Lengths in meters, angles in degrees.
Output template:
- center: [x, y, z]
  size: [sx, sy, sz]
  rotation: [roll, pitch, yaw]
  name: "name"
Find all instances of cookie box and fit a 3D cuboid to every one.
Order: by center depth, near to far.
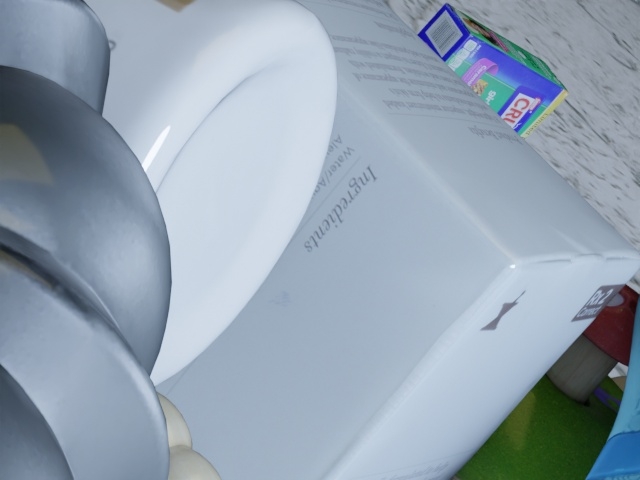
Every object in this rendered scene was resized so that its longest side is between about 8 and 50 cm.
- center: [0.095, -0.095, 1.300]
  size: [0.107, 0.092, 0.040]
  rotation: [23, 28, -43]
  name: "cookie box"

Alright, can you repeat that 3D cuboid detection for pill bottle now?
- center: [-0.120, -0.061, 0.616]
  size: [0.229, 0.131, 0.131]
  rotation: [30, 14, 19]
  name: "pill bottle"

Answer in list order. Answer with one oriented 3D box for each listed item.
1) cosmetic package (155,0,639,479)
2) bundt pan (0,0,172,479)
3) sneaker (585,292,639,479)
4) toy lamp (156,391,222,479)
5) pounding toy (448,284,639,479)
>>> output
- center: [0.000, 0.000, 0.798]
  size: [0.184, 0.151, 0.151]
  rotation: [47, 20, 19]
  name: "cosmetic package"
- center: [-0.166, -0.007, 0.374]
  size: [0.330, 0.124, 0.331]
  rotation: [23, 44, -24]
  name: "bundt pan"
- center: [0.196, 0.149, 0.822]
  size: [0.208, 0.127, 0.319]
  rotation: [55, 47, -34]
  name: "sneaker"
- center: [-0.070, 0.054, 0.661]
  size: [0.080, 0.080, 0.275]
  rotation: [16, 31, -51]
  name: "toy lamp"
- center: [0.132, 0.069, 0.947]
  size: [0.237, 0.110, 0.183]
  rotation: [29, 17, -34]
  name: "pounding toy"
